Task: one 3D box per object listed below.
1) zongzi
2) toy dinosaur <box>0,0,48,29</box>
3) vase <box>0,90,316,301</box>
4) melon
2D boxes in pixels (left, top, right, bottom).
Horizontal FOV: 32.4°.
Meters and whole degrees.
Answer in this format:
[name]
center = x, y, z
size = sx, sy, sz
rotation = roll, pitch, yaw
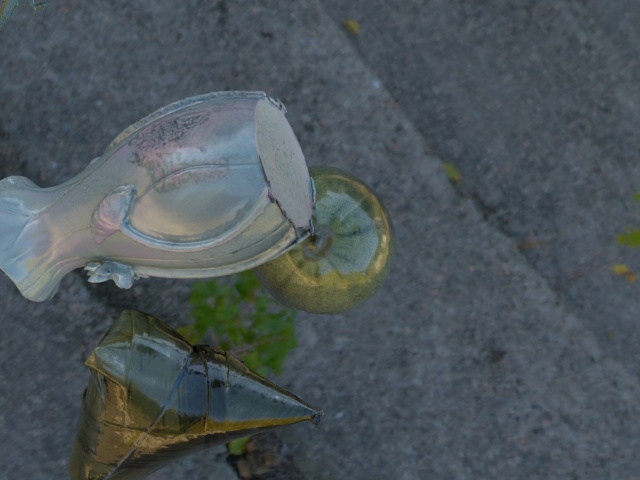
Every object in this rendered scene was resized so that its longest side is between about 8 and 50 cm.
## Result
[zongzi]
center = -0.138, 0.205, 1.165
size = 0.242, 0.221, 0.112
rotation = 21, 35, -1
[toy dinosaur]
center = -0.416, -0.366, 1.524
size = 0.106, 0.187, 0.044
rotation = 60, 11, 0
[vase]
center = -0.244, -0.051, 1.541
size = 0.250, 0.446, 0.249
rotation = -15, 90, -72
[melon]
center = 0.000, 0.000, 1.785
size = 0.249, 0.329, 0.248
rotation = 0, 90, -2
